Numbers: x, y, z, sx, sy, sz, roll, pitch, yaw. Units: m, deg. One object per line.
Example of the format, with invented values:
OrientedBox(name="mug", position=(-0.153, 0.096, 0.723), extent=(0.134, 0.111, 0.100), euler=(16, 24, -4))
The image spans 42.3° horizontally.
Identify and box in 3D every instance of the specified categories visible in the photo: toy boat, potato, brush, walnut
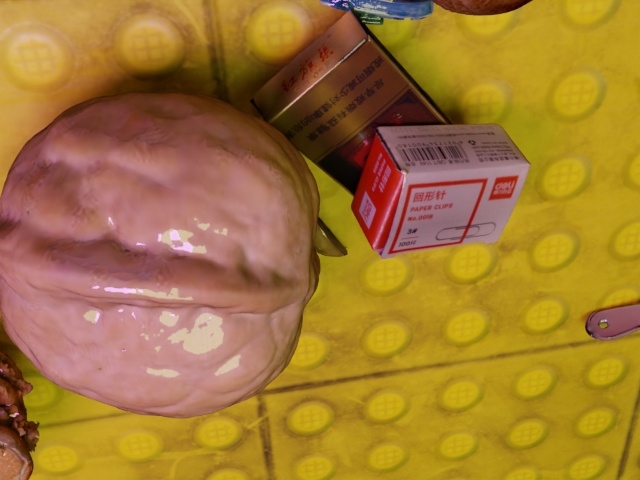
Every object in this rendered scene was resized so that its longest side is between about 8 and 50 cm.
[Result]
OrientedBox(name="toy boat", position=(0.064, -0.276, 0.943), extent=(0.137, 0.060, 0.061), euler=(1, 151, -9))
OrientedBox(name="potato", position=(0.000, 0.001, 1.138), extent=(0.036, 0.037, 0.093), euler=(-30, 126, 16))
OrientedBox(name="brush", position=(0.577, 0.112, 1.319), extent=(0.313, 0.072, 0.067), euler=(-16, 140, 1))
OrientedBox(name="walnut", position=(-0.181, 0.012, 0.914), extent=(0.381, 0.381, 0.381), euler=(-5, 126, -8))

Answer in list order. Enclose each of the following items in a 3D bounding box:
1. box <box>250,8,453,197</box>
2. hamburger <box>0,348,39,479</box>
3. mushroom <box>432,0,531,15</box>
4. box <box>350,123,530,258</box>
OrientedBox(name="box", position=(0.052, -0.142, 0.997), extent=(0.159, 0.071, 0.240), euler=(-39, 137, 13))
OrientedBox(name="hamburger", position=(-0.488, 0.233, 1.048), extent=(0.245, 0.211, 0.260), euler=(-10, 132, -16))
OrientedBox(name="mushroom", position=(0.175, -0.358, 0.845), extent=(0.253, 0.153, 0.253), euler=(-7, 128, -9))
OrientedBox(name="box", position=(0.142, -0.062, 0.996), extent=(0.182, 0.099, 0.133), euler=(-5, 135, -24))
